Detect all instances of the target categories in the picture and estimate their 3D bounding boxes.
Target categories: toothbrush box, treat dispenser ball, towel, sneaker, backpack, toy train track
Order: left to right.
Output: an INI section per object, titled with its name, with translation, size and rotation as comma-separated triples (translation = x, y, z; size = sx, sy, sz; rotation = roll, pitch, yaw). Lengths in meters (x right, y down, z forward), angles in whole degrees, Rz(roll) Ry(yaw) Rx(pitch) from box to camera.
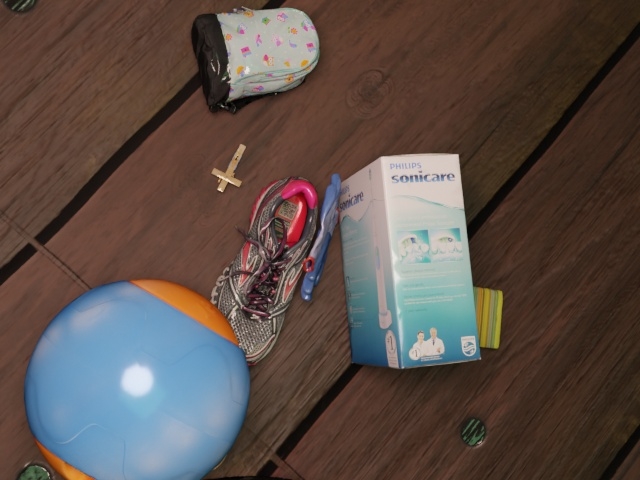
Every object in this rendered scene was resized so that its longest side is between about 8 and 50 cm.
[treat dispenser ball]
translation = -0.238, 0.194, 0.976
size = 0.288, 0.288, 0.288
rotation = 0, 88, -16
[toy train track]
translation = -0.140, -0.112, 1.156
size = 0.048, 0.014, 0.083
rotation = 27, 76, -7
[backpack]
translation = -0.092, -0.281, 1.122
size = 0.182, 0.115, 0.152
rotation = -11, 89, -19
[sneaker]
translation = -0.086, 0.042, 1.116
size = 0.121, 0.112, 0.299
rotation = 17, 85, -15
[toothbrush box]
translation = 0.122, 0.036, 1.111
size = 0.126, 0.216, 0.295
rotation = -4, 83, -17
[towel]
translation = 0.197, 0.119, 1.246
size = 0.237, 0.021, 0.102
rotation = 10, 80, -15

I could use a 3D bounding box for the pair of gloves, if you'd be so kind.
[pair of gloves]
translation = 0.000, 0.000, 1.114
size = 0.023, 0.198, 0.159
rotation = 17, 63, 5

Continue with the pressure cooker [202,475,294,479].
[pressure cooker]
translation = -0.126, 0.562, 0.964
size = 0.370, 0.375, 0.420
rotation = -6, 91, 22

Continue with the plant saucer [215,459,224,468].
[plant saucer]
translation = -0.182, 0.313, 1.130
size = 0.083, 0.015, 0.083
rotation = 0, 88, -16
